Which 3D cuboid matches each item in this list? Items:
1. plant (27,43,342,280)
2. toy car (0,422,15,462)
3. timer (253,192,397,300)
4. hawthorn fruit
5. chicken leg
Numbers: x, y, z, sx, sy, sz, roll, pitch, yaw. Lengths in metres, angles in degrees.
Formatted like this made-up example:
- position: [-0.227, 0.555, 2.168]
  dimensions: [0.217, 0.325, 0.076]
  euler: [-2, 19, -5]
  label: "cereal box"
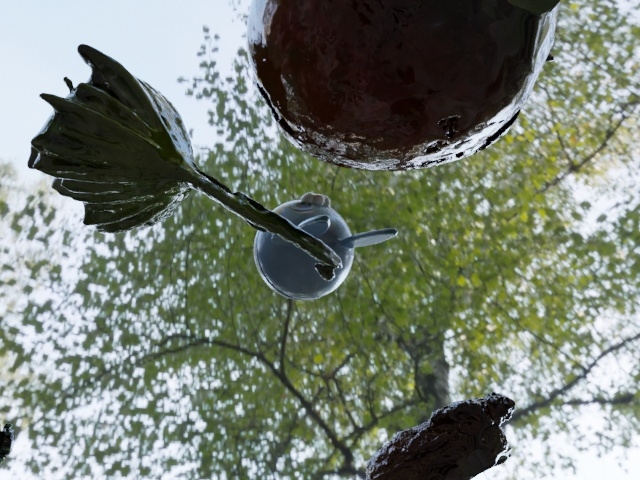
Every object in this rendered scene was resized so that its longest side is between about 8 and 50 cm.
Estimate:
- position: [-0.145, -0.096, 0.914]
  dimensions: [0.334, 0.180, 0.251]
  euler: [7, -21, 27]
  label: "plant"
- position: [-0.390, 0.261, 0.913]
  dimensions: [0.073, 0.054, 0.143]
  euler: [17, -87, -28]
  label: "toy car"
- position: [-0.006, -0.012, 1.269]
  dimensions: [0.175, 0.175, 0.255]
  euler: [19, -41, -15]
  label: "timer"
- position: [0.076, -0.208, 0.795]
  dimensions: [0.316, 0.316, 0.315]
  euler: [-3, -65, -6]
  label: "hawthorn fruit"
- position: [0.081, 0.195, 0.679]
  dimensions: [0.090, 0.048, 0.219]
  euler: [29, -63, -27]
  label: "chicken leg"
